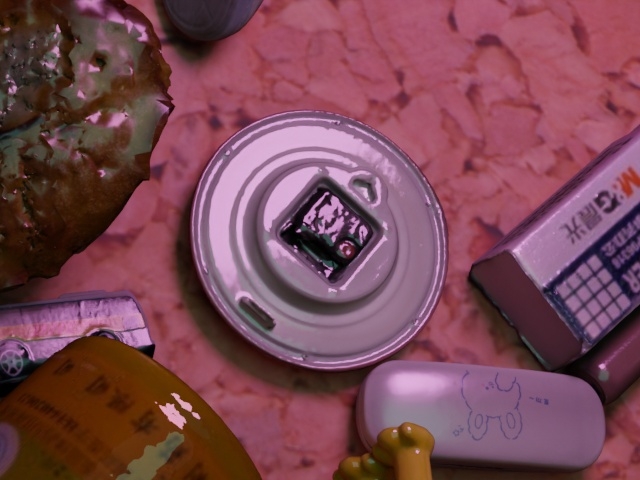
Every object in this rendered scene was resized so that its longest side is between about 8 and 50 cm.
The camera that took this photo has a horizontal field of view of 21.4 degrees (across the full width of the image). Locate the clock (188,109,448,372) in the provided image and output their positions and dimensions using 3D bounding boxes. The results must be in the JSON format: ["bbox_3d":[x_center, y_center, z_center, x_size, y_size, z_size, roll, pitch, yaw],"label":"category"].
[{"bbox_3d":[0.000,0.000,1.508,0.244,0.056,0.244,6,70,-18],"label":"clock"}]

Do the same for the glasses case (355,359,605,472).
[{"bbox_3d":[0.144,0.158,1.505,0.233,0.059,0.092,7,72,-17],"label":"glasses case"}]

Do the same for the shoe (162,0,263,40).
[{"bbox_3d":[-0.073,-0.296,1.567,0.100,0.103,0.251,24,74,-58],"label":"shoe"}]

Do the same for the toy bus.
[{"bbox_3d":[-0.227,0.084,1.399,0.172,0.057,0.072,-7,68,-22],"label":"toy bus"}]

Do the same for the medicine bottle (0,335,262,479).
[{"bbox_3d":[-0.236,0.267,1.245,0.224,0.224,0.384,47,65,0],"label":"medicine bottle"}]

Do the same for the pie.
[{"bbox_3d":[-0.295,-0.093,1.374,0.355,0.103,0.288,-23,88,-5],"label":"pie"}]

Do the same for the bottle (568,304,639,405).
[{"bbox_3d":[0.293,0.096,1.583,0.140,0.053,0.053,-38,88,-25],"label":"bottle"}]

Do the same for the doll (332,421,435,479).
[{"bbox_3d":[0.065,0.327,1.340,0.145,0.199,0.363,23,44,-29],"label":"doll"}]

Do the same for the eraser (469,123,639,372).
[{"bbox_3d":[0.285,-0.014,1.598,0.287,0.086,0.130,-37,89,-26],"label":"eraser"}]
